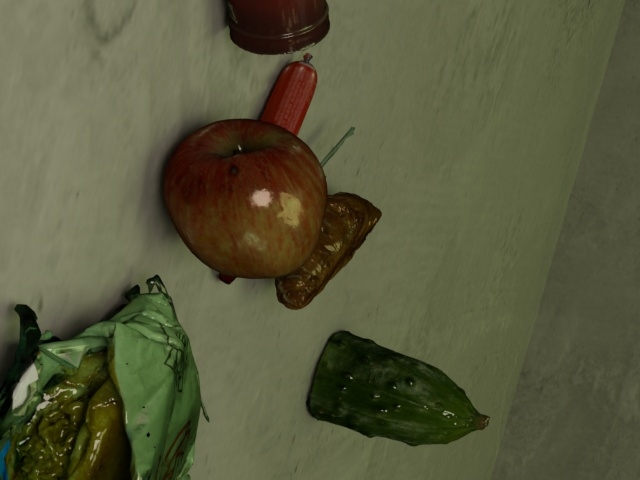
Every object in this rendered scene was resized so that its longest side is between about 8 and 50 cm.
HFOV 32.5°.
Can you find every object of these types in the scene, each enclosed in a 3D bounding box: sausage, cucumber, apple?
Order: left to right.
[{"bbox_3d":[-0.064,-0.035,0.990,0.146,0.146,0.130,-51,146,-42],"label":"apple"},{"bbox_3d":[-0.038,-0.131,1.126,0.048,0.050,0.145,34,66,-34],"label":"sausage"},{"bbox_3d":[0.112,0.211,1.466,0.134,0.245,0.134,-34,131,-50],"label":"cucumber"}]

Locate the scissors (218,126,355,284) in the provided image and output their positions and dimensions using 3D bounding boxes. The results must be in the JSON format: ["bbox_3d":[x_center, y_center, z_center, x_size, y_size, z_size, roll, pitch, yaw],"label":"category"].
[{"bbox_3d":[-0.026,-0.050,1.190,0.144,0.017,0.247,-57,174,35],"label":"scissors"}]

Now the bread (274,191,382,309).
[{"bbox_3d":[0.000,0.000,1.260,0.233,0.076,0.105,-49,167,-53],"label":"bread"}]

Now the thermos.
[{"bbox_3d":[-0.050,-0.279,0.934,0.124,0.099,0.232,-20,134,-14],"label":"thermos"}]

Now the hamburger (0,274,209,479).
[{"bbox_3d":[-0.166,0.178,0.906,0.276,0.151,0.260,-15,118,-63],"label":"hamburger"}]
